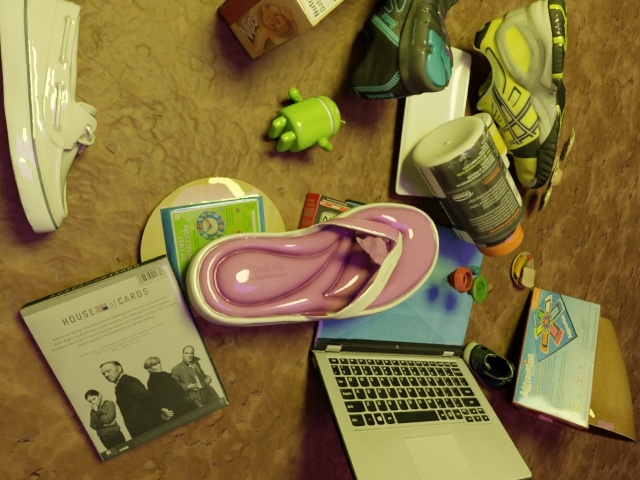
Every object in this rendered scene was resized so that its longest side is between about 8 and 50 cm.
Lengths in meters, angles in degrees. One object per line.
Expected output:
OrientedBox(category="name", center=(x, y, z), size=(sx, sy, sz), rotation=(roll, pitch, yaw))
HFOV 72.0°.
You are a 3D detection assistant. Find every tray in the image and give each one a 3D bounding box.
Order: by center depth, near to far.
OrientedBox(category="tray", center=(0.200, -0.215, 0.802), size=(0.145, 0.030, 0.270), rotation=(2, 98, -30))

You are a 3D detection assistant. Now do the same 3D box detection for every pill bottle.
OrientedBox(category="pill bottle", center=(0.272, -0.082, 0.775), size=(0.130, 0.130, 0.246), rotation=(-47, 119, -15))
OrientedBox(category="pill bottle", center=(0.323, -0.184, 0.860), size=(0.065, 0.065, 0.116), rotation=(-50, 119, -14))

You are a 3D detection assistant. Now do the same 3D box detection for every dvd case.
OrientedBox(category="dvd case", center=(-0.246, 0.157, 0.584), size=(0.179, 0.029, 0.239), rotation=(-21, 109, -14))

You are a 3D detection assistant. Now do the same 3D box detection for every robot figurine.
OrientedBox(category="robot figurine", center=(-0.020, -0.174, 0.656), size=(0.115, 0.067, 0.101), rotation=(-28, 82, -23))

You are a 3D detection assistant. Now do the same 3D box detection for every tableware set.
OrientedBox(category="tableware set", center=(0.497, -0.147, 0.937), size=(0.141, 0.020, 0.169), rotation=(-65, 161, -16))

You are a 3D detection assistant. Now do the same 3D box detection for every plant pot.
OrientedBox(category="plant pot", center=(0.615, 0.308, 1.043), size=(0.237, 0.237, 0.254), rotation=(30, 69, -31))

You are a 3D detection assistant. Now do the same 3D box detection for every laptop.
OrientedBox(category="laptop", center=(0.206, 0.179, 0.763), size=(0.382, 0.408, 0.236), rotation=(11, 127, -31))

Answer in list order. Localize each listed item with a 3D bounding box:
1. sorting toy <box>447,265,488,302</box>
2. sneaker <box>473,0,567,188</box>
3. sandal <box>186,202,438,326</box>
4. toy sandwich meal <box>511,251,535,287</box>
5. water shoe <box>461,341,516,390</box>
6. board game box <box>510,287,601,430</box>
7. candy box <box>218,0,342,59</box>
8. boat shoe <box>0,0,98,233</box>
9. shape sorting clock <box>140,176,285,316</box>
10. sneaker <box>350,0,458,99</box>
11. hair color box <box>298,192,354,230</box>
OrientedBox(category="sorting toy", center=(0.270, 0.076, 0.821), size=(0.102, 0.042, 0.061), rotation=(31, 71, -36))
OrientedBox(category="sneaker", center=(0.389, -0.263, 0.856), size=(0.145, 0.147, 0.385), rotation=(-61, 142, -35))
OrientedBox(category="sandal", center=(0.029, 0.036, 0.625), size=(0.416, 0.102, 0.169), rotation=(-14, 84, -28))
OrientedBox(category="toy sandwich meal", center=(0.471, 0.068, 1.012), size=(0.085, 0.029, 0.086), rotation=(-6, 102, -30))
OrientedBox(category="water shoe", center=(0.392, 0.294, 0.975), size=(0.203, 0.080, 0.073), rotation=(34, 81, -31))
OrientedBox(category="board game box", center=(0.520, 0.248, 0.967), size=(0.027, 0.145, 0.281), rotation=(77, 34, -57))
OrientedBox(category="candy box", center=(0.029, -0.383, 0.581), size=(0.316, 0.183, 0.087), rotation=(-47, 117, -16))
OrientedBox(category="boat shoe", center=(-0.292, -0.137, 0.486), size=(0.084, 0.095, 0.258), rotation=(-4, 102, -26))
OrientedBox(category="shape sorting clock", center=(-0.147, 0.012, 0.629), size=(0.206, 0.040, 0.206), rotation=(-9, 109, -28))
OrientedBox(category="sneaker", center=(0.132, -0.363, 0.680), size=(0.125, 0.139, 0.341), rotation=(42, 54, -44))
OrientedBox(category="hair color box", center=(0.000, 0.000, 0.713), size=(0.072, 0.043, 0.141), rotation=(13, 92, -32))
